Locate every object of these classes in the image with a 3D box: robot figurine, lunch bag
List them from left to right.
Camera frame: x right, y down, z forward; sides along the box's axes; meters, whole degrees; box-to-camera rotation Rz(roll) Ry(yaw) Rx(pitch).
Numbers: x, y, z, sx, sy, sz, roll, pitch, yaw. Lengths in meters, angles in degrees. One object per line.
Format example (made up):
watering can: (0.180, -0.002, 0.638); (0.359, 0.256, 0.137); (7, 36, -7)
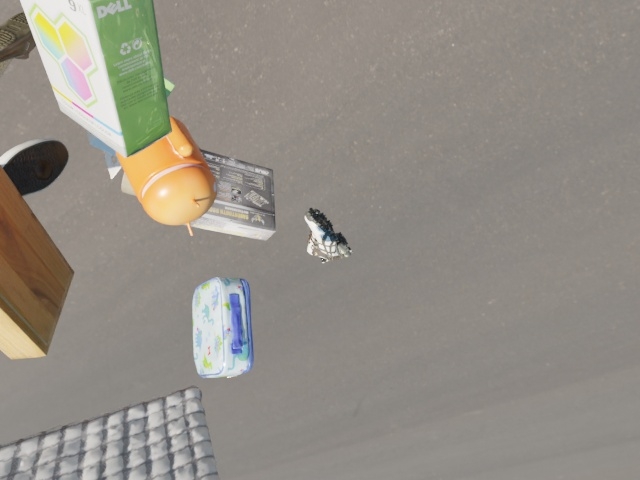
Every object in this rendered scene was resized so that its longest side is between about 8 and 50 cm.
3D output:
robot figurine: (-0.255, -0.116, 0.781); (0.158, 0.219, 0.128); (-36, 161, 11)
lunch bag: (-0.219, 0.197, 1.056); (0.090, 0.218, 0.176); (4, 161, -34)

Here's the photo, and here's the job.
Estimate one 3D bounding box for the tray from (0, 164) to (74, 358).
tray: (-0.557, 0.008, 0.789); (0.076, 0.202, 0.410); (-4, 138, -2)

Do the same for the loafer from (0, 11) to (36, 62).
loafer: (-0.481, -0.301, 0.725); (0.056, 0.148, 0.050); (24, 139, 3)

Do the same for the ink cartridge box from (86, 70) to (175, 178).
ink cartridge box: (-0.610, -0.388, 1.433); (0.119, 0.207, 0.353); (28, 104, -42)

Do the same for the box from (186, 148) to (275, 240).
box: (-0.220, -0.109, 1.105); (0.231, 0.182, 0.056); (11, 151, -31)

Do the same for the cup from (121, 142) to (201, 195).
cup: (-0.573, -0.288, 1.795); (0.237, 0.330, 0.331); (23, 132, -14)

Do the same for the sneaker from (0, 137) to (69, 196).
sneaker: (-0.684, -0.133, 0.994); (0.123, 0.290, 0.105); (16, 139, 28)

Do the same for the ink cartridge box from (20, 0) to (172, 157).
ink cartridge box: (-0.202, -0.189, 0.413); (0.109, 0.062, 0.209); (34, 143, 18)

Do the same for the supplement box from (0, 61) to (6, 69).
supplement box: (-0.816, -0.424, 1.022); (0.194, 0.357, 0.195); (32, 90, -32)

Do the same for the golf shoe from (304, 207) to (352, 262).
golf shoe: (0.000, 0.000, 1.121); (0.094, 0.077, 0.198); (-28, 139, 12)

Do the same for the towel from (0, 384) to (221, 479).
towel: (-0.170, 0.258, 0.319); (0.235, 0.283, 0.121); (-13, 117, -18)
